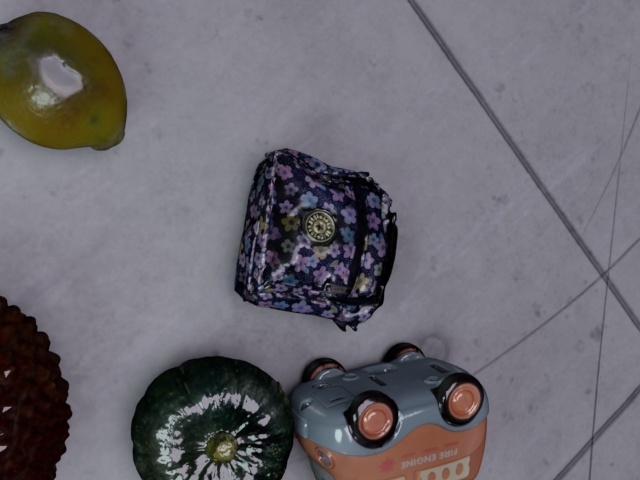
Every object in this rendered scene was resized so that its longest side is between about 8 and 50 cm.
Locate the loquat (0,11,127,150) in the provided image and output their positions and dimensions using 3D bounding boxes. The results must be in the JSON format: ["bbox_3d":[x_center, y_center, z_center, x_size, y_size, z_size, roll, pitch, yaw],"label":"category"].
[{"bbox_3d":[-0.315,-0.185,1.140,0.195,0.152,0.152,43,76,-24],"label":"loquat"}]

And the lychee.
[{"bbox_3d":[-0.423,0.210,1.022,0.330,0.306,0.306,-43,105,-42],"label":"lychee"}]

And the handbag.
[{"bbox_3d":[0.000,0.000,1.266,0.208,0.127,0.228,12,77,-20],"label":"handbag"}]

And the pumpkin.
[{"bbox_3d":[-0.133,0.249,1.194,0.212,0.152,0.211,-1,103,-5],"label":"pumpkin"}]

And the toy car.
[{"bbox_3d":[0.095,0.270,1.281,0.271,0.180,0.212,-8,102,-22],"label":"toy car"}]
